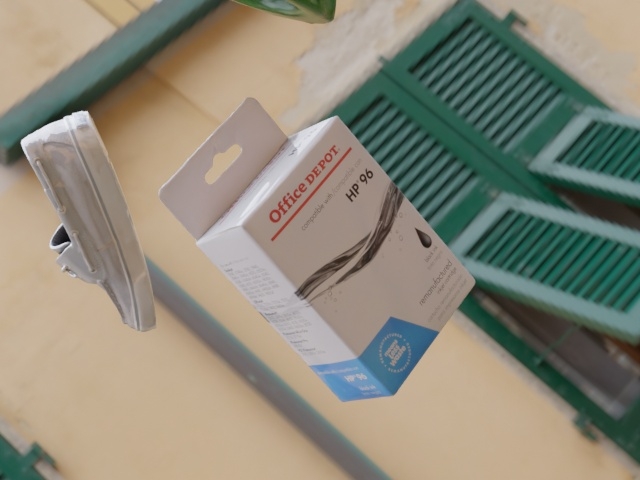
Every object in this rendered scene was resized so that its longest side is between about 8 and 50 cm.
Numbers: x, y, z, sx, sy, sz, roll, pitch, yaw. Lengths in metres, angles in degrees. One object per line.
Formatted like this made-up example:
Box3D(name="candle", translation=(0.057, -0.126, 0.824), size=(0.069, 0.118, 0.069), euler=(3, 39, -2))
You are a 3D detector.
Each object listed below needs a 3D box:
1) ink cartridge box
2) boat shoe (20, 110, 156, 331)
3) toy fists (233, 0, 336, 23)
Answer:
Box3D(name="ink cartridge box", translation=(0.000, 0.000, 0.340), size=(0.048, 0.083, 0.028), euler=(-51, 18, -29))
Box3D(name="boat shoe", translation=(-0.170, -0.004, 0.880), size=(0.063, 0.066, 0.184), euler=(-19, -53, -6))
Box3D(name="toy fists", translation=(-0.070, -0.166, 0.320), size=(0.279, 0.096, 0.142), euler=(16, -86, -37))
